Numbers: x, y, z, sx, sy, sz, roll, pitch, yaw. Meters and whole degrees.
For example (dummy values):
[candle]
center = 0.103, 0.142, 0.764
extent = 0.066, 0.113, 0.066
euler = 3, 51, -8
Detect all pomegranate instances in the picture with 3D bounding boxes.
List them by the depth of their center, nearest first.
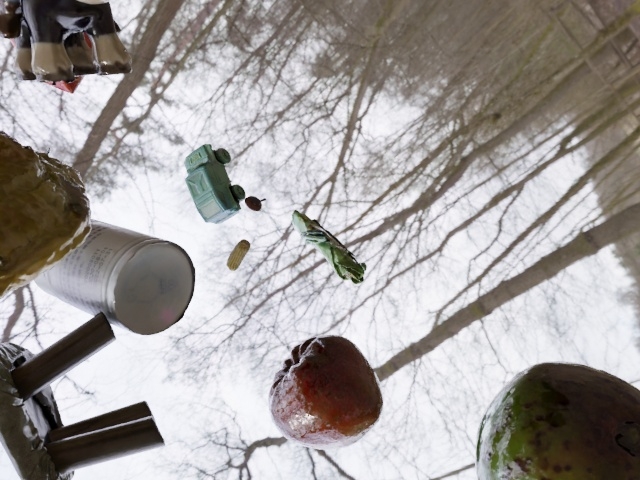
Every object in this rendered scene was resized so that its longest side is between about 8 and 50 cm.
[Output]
[pomegranate]
center = 0.259, 0.259, 0.611
extent = 0.231, 0.286, 0.231
euler = 15, -117, -31

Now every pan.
[pan]
center = -0.221, -0.140, 1.853
extent = 0.068, 0.023, 0.115
euler = 44, -147, 7

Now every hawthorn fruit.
[hawthorn fruit]
center = 0.035, 0.529, 1.787
extent = 0.403, 0.403, 0.403
euler = 33, -142, -32

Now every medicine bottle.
[medicine bottle]
center = -0.438, 0.063, 1.085
extent = 0.190, 0.332, 0.190
euler = -22, -62, -50

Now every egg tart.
[egg tart]
center = -0.426, -0.032, 0.581
extent = 0.351, 0.339, 0.153
euler = -33, -52, -38

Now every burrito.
[burrito]
center = 0.000, 0.000, 1.068
extent = 0.104, 0.054, 0.288
euler = 35, -174, -38

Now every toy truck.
[toy truck]
center = -0.391, -0.206, 1.901
extent = 0.156, 0.155, 0.279
euler = -12, -103, -61

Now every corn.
[corn]
center = -0.201, 0.035, 1.277
extent = 0.037, 0.092, 0.037
euler = 27, -150, -17

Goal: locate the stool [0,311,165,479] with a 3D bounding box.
[stool]
center = -0.469, 0.297, 1.002
extent = 0.226, 0.310, 0.310
euler = -26, -88, -24

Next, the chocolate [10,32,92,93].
[chocolate]
center = -0.562, -0.478, 1.108
extent = 0.235, 0.108, 0.237
euler = 83, -163, -58

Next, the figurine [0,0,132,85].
[figurine]
center = -0.314, -0.373, 0.566
extent = 0.241, 0.306, 0.411
euler = -16, -94, -21
